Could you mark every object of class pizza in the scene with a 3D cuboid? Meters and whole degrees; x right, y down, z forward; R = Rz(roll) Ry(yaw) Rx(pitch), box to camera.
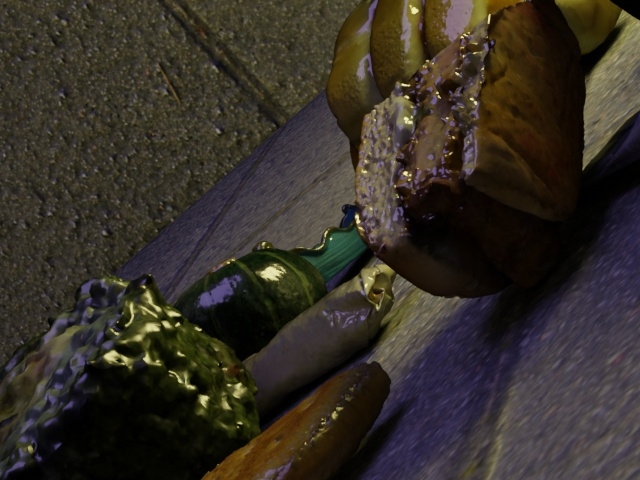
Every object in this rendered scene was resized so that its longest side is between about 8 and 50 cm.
[{"bbox_3d":[-0.056,0.203,1.462,0.292,0.058,0.197,-44,7,-17],"label":"pizza"}]

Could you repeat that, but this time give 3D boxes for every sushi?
[{"bbox_3d":[-0.224,0.197,1.711,0.352,0.178,0.294,-47,19,1],"label":"sushi"}]

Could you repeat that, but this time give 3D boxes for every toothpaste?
[{"bbox_3d":[0.259,-0.094,1.471,0.099,0.068,0.282,-15,-13,-20],"label":"toothpaste"}]

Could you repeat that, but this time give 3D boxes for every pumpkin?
[{"bbox_3d":[-0.069,0.076,1.907,0.167,0.125,0.167,-41,-6,-5],"label":"pumpkin"}]

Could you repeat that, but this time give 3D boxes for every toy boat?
[{"bbox_3d":[0.000,0.000,2.044,0.185,0.077,0.075,-38,2,-42],"label":"toy boat"}]

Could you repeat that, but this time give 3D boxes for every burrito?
[{"bbox_3d":[-0.025,0.109,1.783,0.275,0.059,0.082,-38,3,33],"label":"burrito"}]

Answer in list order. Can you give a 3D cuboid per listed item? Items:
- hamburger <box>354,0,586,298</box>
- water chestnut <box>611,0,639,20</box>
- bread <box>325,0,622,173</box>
[{"bbox_3d":[0.128,-0.073,1.497,0.155,0.245,0.282,-32,-14,34],"label":"hamburger"},{"bbox_3d":[0.320,-0.326,1.498,0.302,0.350,0.350,-22,6,-7],"label":"water chestnut"},{"bbox_3d":[0.162,-0.229,2.072,0.300,0.210,0.341,-51,12,-32],"label":"bread"}]
